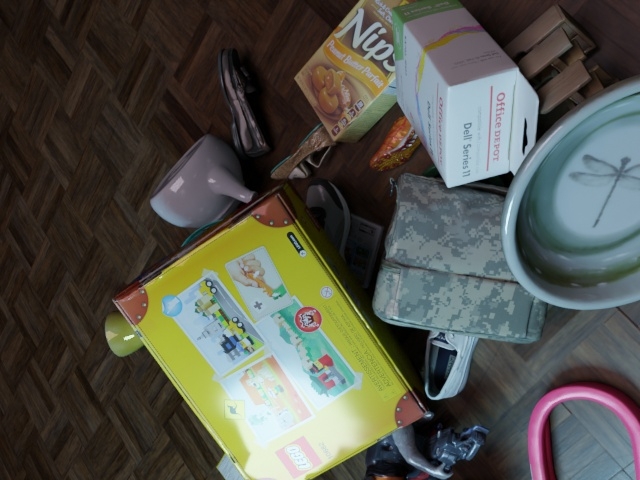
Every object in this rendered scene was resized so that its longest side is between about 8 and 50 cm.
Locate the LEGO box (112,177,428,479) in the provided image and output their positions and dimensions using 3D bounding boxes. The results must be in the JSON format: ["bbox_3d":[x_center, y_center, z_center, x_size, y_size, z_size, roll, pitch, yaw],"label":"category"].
[{"bbox_3d":[-0.084,0.194,1.351,0.373,0.193,0.500,-32,98,10],"label":"LEGO box"}]

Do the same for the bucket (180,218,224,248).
[{"bbox_3d":[-0.187,0.082,1.594,0.183,0.281,0.281,-8,89,44],"label":"bucket"}]

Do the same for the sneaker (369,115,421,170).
[{"bbox_3d":[0.164,-0.207,1.418,0.175,0.064,0.067,-43,46,29],"label":"sneaker"}]

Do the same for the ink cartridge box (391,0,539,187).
[{"bbox_3d":[0.229,-0.237,1.167,0.353,0.119,0.207,-110,7,-46],"label":"ink cartridge box"}]

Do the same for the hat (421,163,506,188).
[{"bbox_3d":[0.273,-0.129,1.349,0.173,0.183,0.208,17,126,1],"label":"hat"}]

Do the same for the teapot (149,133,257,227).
[{"bbox_3d":[-0.272,-0.116,1.673,0.187,0.256,0.252,41,110,-18],"label":"teapot"}]

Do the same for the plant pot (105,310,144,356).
[{"bbox_3d":[-0.535,0.255,1.990,0.095,0.134,0.134,-16,84,13],"label":"plant pot"}]

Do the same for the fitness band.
[{"bbox_3d":[0.476,0.392,1.222,0.209,0.054,0.290,-6,91,37],"label":"fitness band"}]

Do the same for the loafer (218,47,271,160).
[{"bbox_3d":[-0.174,-0.329,1.664,0.084,0.096,0.267,-9,96,20],"label":"loafer"}]

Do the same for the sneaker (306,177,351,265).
[{"bbox_3d":[0.000,0.000,1.506,0.100,0.108,0.271,1,94,41],"label":"sneaker"}]

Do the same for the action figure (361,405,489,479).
[{"bbox_3d":[0.153,0.423,1.320,0.179,0.330,0.341,31,136,-4],"label":"action figure"}]

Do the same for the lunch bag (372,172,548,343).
[{"bbox_3d":[0.255,0.022,1.214,0.305,0.212,0.255,9,98,7],"label":"lunch bag"}]

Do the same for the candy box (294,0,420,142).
[{"bbox_3d":[0.105,-0.369,1.421,0.316,0.088,0.183,-44,68,34],"label":"candy box"}]

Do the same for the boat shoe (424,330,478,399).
[{"bbox_3d":[0.255,0.189,1.356,0.095,0.084,0.258,10,101,38],"label":"boat shoe"}]

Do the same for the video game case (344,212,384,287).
[{"bbox_3d":[0.058,0.011,1.542,0.157,0.019,0.143,25,110,34],"label":"video game case"}]

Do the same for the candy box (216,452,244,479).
[{"bbox_3d":[-0.182,0.532,1.723,0.105,0.027,0.205,46,121,29],"label":"candy box"}]

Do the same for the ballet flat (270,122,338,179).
[{"bbox_3d":[-0.035,-0.181,1.569,0.206,0.073,0.067,-40,84,38],"label":"ballet flat"}]

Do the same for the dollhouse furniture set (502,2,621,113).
[{"bbox_3d":[0.385,-0.236,1.136,0.161,0.212,0.242,-39,44,33],"label":"dollhouse furniture set"}]

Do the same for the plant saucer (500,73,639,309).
[{"bbox_3d":[0.446,-0.077,1.038,0.400,0.401,0.100,-60,25,26],"label":"plant saucer"}]
